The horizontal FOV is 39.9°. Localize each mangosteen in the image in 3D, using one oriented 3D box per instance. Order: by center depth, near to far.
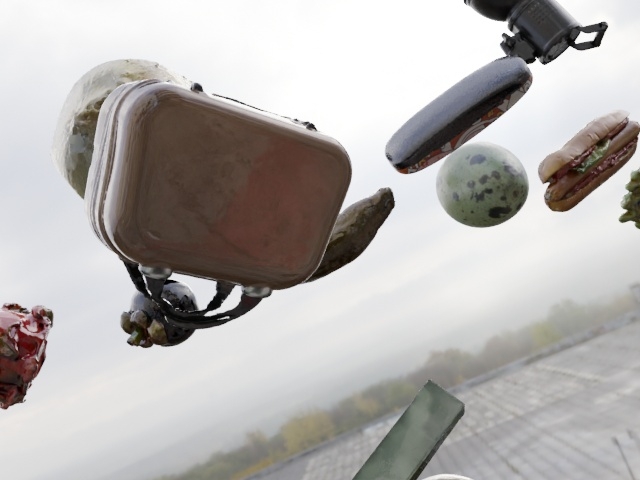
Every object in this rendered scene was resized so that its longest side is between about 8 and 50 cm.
[{"bbox_3d":[-0.293,0.141,1.588,0.151,0.137,0.137,-42,8,-40],"label":"mangosteen"}]

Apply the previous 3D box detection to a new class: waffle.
[{"bbox_3d":[0.759,-0.110,1.909,0.054,0.204,0.223,-98,27,-62],"label":"waffle"}]

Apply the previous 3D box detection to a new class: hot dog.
[{"bbox_3d":[0.379,-0.111,1.241,0.236,0.092,0.062,-38,29,-32],"label":"hot dog"}]

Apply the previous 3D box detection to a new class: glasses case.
[{"bbox_3d":[0.220,-0.202,1.420,0.267,0.067,0.103,-35,33,8],"label":"glasses case"}]

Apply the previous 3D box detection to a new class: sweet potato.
[{"bbox_3d":[0.000,0.003,1.438,0.286,0.112,0.085,-27,21,14],"label":"sweet potato"}]

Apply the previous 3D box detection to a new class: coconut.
[{"bbox_3d":[-0.383,-0.202,1.852,0.346,0.346,0.360,-26,-10,21],"label":"coconut"}]

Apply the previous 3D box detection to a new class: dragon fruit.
[{"bbox_3d":[-0.404,0.137,1.069,0.150,0.133,0.208,4,-8,33],"label":"dragon fruit"}]

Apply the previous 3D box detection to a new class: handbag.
[{"bbox_3d":[-0.132,-0.033,1.057,0.302,0.283,0.149,13,2,-35],"label":"handbag"}]

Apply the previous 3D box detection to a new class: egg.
[{"bbox_3d":[0.331,-0.110,1.775,0.177,0.177,0.228,-21,16,-17],"label":"egg"}]

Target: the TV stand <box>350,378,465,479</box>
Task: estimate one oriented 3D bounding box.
[{"bbox_3d":[0.161,0.397,1.657,0.269,0.088,0.082,-50,-23,-13],"label":"TV stand"}]

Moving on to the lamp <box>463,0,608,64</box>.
[{"bbox_3d":[0.385,-0.408,1.625,0.172,0.227,0.147,-37,-15,-4],"label":"lamp"}]

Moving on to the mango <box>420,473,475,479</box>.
[{"bbox_3d":[0.229,0.557,1.721,0.142,0.195,0.332,13,-21,-30],"label":"mango"}]
